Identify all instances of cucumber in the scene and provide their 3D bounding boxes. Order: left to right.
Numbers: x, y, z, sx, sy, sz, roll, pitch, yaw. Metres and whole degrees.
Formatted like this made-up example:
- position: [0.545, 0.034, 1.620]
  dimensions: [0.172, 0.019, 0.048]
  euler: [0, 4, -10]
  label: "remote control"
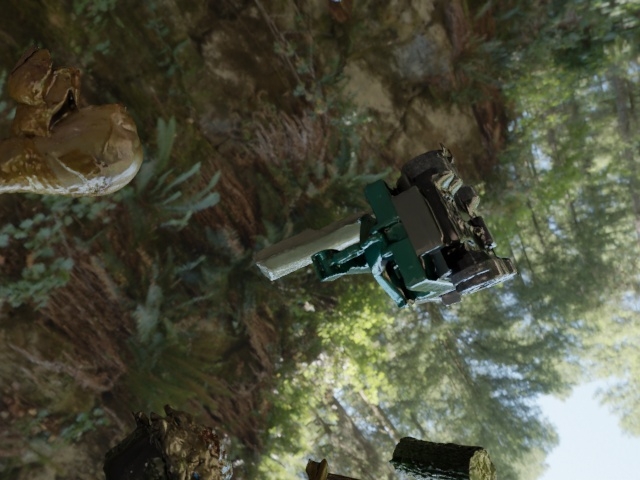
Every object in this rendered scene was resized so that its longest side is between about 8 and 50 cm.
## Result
- position: [0.152, 0.289, 0.804]
  dimensions: [0.058, 0.058, 0.187]
  euler: [-51, -172, -24]
  label: "cucumber"

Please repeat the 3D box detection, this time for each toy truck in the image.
- position: [0.139, 0.004, 0.821]
  dimensions: [0.177, 0.363, 0.177]
  euler: [-28, -105, 21]
  label: "toy truck"

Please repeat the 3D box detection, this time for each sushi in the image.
- position: [-0.297, 0.456, 1.242]
  dimensions: [0.218, 0.239, 0.225]
  euler: [-27, -166, -9]
  label: "sushi"

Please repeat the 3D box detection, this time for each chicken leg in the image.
- position: [-0.518, -0.188, 1.111]
  dimensions: [0.181, 0.295, 0.409]
  euler: [16, -148, 40]
  label: "chicken leg"

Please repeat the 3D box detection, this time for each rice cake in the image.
- position: [0.000, 0.000, 1.124]
  dimensions: [0.256, 0.057, 0.052]
  euler: [-24, -122, -14]
  label: "rice cake"

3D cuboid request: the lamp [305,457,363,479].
- position: [0.133, 0.274, 0.515]
  dimensions: [0.325, 0.089, 0.090]
  euler: [11, -165, 7]
  label: "lamp"
